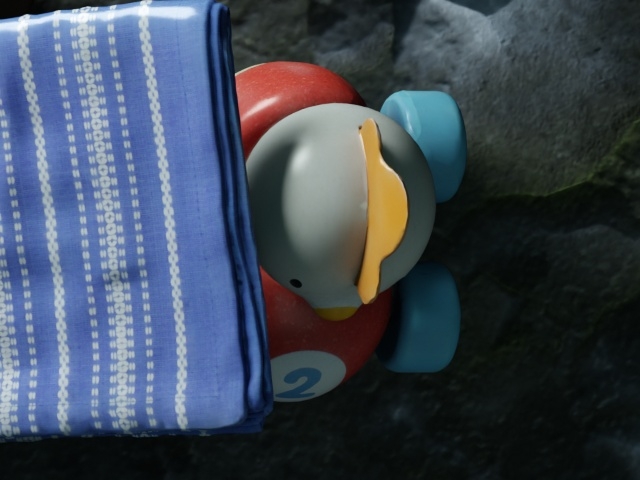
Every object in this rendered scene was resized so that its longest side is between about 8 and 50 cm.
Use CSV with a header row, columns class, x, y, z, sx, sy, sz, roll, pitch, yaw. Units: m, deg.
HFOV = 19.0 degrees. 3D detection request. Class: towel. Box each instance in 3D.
class,x,y,z,sx,sy,sz,roll,pitch,yaw
towel,-0.195,0.000,1.076,0.336,0.040,0.243,-5,96,15

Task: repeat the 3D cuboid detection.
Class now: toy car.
class,x,y,z,sx,sy,sz,roll,pitch,yaw
toy car,0.000,0.000,1.115,0.219,0.238,0.210,1,94,-16

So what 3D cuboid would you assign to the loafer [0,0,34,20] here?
class,x,y,z,sx,sy,sz,roll,pitch,yaw
loafer,-0.268,-0.167,1.105,0.220,0.080,0.078,22,87,-17
